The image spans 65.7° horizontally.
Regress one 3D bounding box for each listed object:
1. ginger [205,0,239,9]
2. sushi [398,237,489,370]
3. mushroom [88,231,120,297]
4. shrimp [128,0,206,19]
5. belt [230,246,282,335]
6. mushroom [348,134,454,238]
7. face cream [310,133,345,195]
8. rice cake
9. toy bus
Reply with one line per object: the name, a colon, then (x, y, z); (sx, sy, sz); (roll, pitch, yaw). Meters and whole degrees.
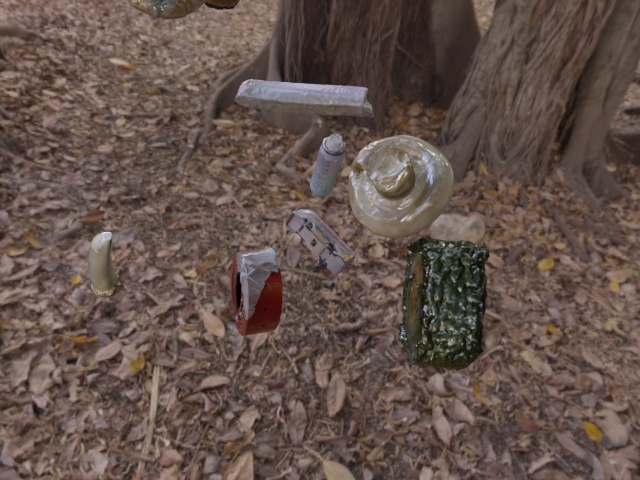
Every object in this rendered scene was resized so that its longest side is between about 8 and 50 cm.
ginger: (-0.361, -0.972, 1.716); (0.201, 0.269, 0.223); (-17, 1, -5)
sushi: (0.323, 0.170, 1.357); (0.178, 0.351, 0.294); (5, 2, -5)
mushroom: (-0.530, 0.057, 1.212); (0.071, 0.209, 0.084); (4, 47, -17)
shrimp: (-0.354, -0.765, 1.378); (0.221, 0.110, 0.445); (41, 67, 7)
belt: (-0.202, 0.151, 1.524); (0.115, 0.323, 0.227); (-8, 48, -22)
mushroom: (0.194, -0.166, 1.293); (0.293, 0.290, 0.292); (-6, 71, 17)
face cream: (0.023, -0.224, 1.463); (0.075, 0.229, 0.075); (5, 60, -9)
rice cake: (-0.048, -0.390, 1.350); (0.399, 0.064, 0.070); (9, 69, 16)
toy bus: (0.000, -0.001, 1.815); (0.274, 0.090, 0.112); (46, 38, 13)
